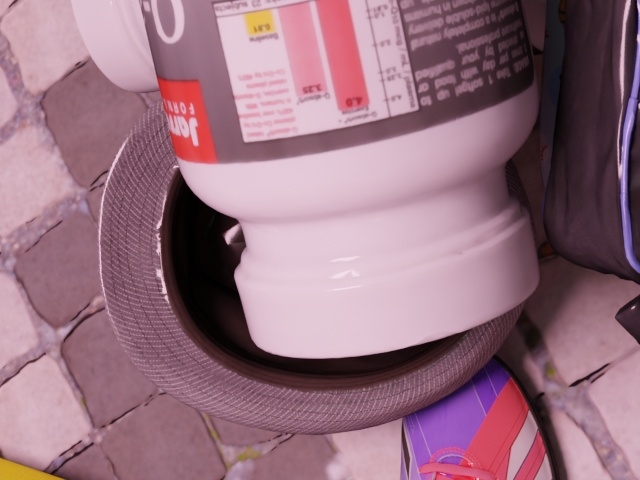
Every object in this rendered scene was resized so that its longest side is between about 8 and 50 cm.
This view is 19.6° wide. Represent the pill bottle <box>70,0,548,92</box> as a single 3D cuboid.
[{"bbox_3d":[0.008,-0.193,1.228,0.334,0.188,0.187,-9,81,26],"label":"pill bottle"}]

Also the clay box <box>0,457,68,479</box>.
[{"bbox_3d":[-0.257,0.216,1.344,0.222,0.127,0.053,11,131,34],"label":"clay box"}]

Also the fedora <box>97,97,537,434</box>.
[{"bbox_3d":[0.000,0.000,1.211,0.275,0.124,0.243,-6,91,3],"label":"fedora"}]

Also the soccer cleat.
[{"bbox_3d":[0.090,0.223,1.186,0.109,0.116,0.318,-5,83,27],"label":"soccer cleat"}]

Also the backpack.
[{"bbox_3d":[0.260,-0.092,1.061,0.263,0.213,0.276,1,101,-16],"label":"backpack"}]

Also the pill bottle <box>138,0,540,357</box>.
[{"bbox_3d":[0.006,-0.133,1.022,0.210,0.210,0.362,-6,104,26],"label":"pill bottle"}]
